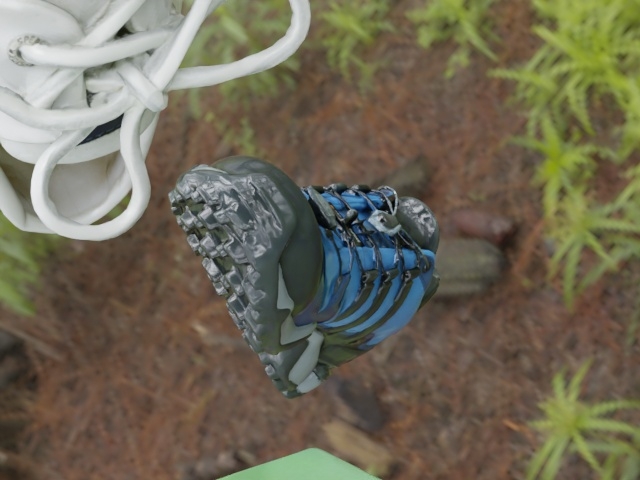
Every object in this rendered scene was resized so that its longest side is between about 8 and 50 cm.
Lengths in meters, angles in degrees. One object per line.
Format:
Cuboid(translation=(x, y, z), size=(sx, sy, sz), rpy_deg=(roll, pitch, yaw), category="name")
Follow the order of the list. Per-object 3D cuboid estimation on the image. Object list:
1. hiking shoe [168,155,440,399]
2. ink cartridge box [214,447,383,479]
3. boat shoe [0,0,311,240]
Cuboid(translation=(0.000, 0.000, 0.986), size=(0.132, 0.304, 0.113), rpy_deg=(-30, 77, -3), category="hiking shoe")
Cuboid(translation=(0.042, 0.214, 0.569), size=(0.278, 0.117, 0.201), rpy_deg=(20, 117, 51), category="ink cartridge box")
Cuboid(translation=(-0.087, -0.080, 0.592), size=(0.156, 0.136, 0.367), rpy_deg=(64, 160, 12), category="boat shoe")
